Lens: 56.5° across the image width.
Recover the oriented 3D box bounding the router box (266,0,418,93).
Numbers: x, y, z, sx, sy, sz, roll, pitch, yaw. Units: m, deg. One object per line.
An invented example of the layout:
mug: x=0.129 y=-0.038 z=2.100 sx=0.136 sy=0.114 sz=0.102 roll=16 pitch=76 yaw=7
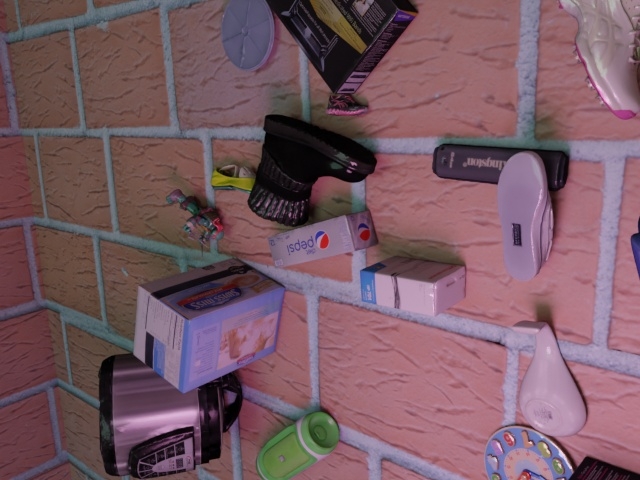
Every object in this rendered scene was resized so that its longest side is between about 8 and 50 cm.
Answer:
router box: x=0.038 y=-0.526 z=1.341 sx=0.243 sy=0.081 sz=0.308 roll=-46 pitch=71 yaw=39

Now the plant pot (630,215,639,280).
plant pot: x=0.612 y=0.054 z=0.894 sx=0.236 sy=0.212 sz=0.235 roll=-14 pitch=92 yaw=43

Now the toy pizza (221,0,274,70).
toy pizza: x=-0.188 y=-0.551 z=1.570 sx=0.201 sy=0.032 sz=0.201 roll=13 pitch=110 yaw=38

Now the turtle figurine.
turtle figurine: x=-0.364 y=-0.053 z=1.807 sx=0.234 sy=0.118 sz=0.175 roll=48 pitch=168 yaw=24

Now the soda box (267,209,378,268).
soda box: x=0.000 y=0.000 z=1.502 sx=0.286 sy=0.098 sz=0.091 roll=-14 pitch=90 yaw=42

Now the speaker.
speaker: x=-0.070 y=0.597 z=1.703 sx=0.131 sy=0.131 sz=0.296 roll=56 pitch=131 yaw=16

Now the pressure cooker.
pressure cooker: x=-0.451 y=0.510 z=1.834 sx=0.370 sy=0.421 sz=0.375 roll=173 pitch=93 yaw=-74

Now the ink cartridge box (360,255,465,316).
ink cartridge box: x=0.204 y=0.096 z=1.316 sx=0.191 sy=0.140 sz=0.082 roll=10 pitch=109 yaw=40

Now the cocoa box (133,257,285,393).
cocoa box: x=-0.305 y=0.224 z=1.662 sx=0.228 sy=0.347 sz=0.231 roll=25 pitch=116 yaw=34

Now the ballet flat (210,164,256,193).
ballet flat: x=-0.229 y=-0.173 z=1.682 sx=0.231 sy=0.077 sz=0.077 roll=11 pitch=95 yaw=41

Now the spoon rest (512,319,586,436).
spoon rest: x=0.453 y=0.276 z=1.198 sx=0.137 sy=0.084 sz=0.276 roll=0 pitch=115 yaw=43

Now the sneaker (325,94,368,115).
sneaker: x=0.062 y=-0.323 z=1.403 sx=0.119 sy=0.047 sz=0.057 roll=12 pitch=97 yaw=38

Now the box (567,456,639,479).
box: x=0.506 y=0.541 z=1.090 sx=0.142 sy=0.247 sz=0.163 roll=11 pitch=108 yaw=41

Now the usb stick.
usb stick: x=0.351 y=-0.149 z=1.185 sx=0.278 sy=0.045 sz=0.077 roll=12 pitch=110 yaw=40

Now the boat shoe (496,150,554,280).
boat shoe: x=0.393 y=-0.052 z=1.126 sx=0.095 sy=0.084 sz=0.258 roll=22 pitch=128 yaw=41

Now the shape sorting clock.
shape sorting clock: x=0.444 y=0.499 z=1.276 sx=0.206 sy=0.040 sz=0.206 roll=12 pitch=109 yaw=39

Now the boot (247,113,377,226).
boot: x=-0.028 y=-0.142 z=1.465 sx=0.348 sy=0.131 sz=0.260 roll=30 pitch=117 yaw=36

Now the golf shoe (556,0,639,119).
golf shoe: x=0.484 y=-0.354 z=0.972 sx=0.140 sy=0.115 sz=0.306 roll=-20 pitch=88 yaw=40
